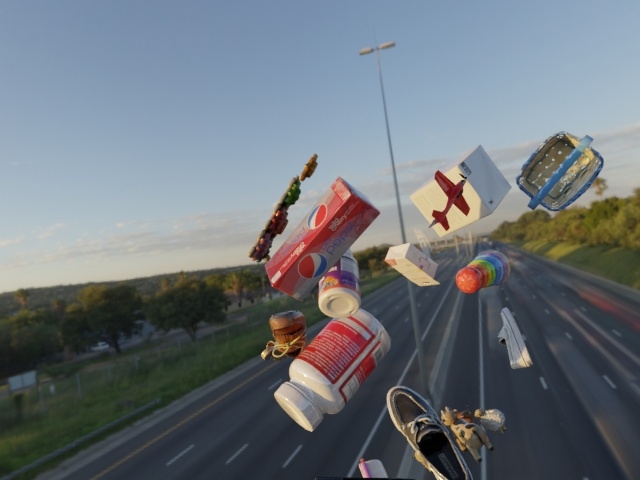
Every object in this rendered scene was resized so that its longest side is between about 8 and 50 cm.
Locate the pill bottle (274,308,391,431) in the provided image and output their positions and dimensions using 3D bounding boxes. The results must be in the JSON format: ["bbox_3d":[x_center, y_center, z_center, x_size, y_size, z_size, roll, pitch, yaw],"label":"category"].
[{"bbox_3d":[0.043,0.440,1.497,0.408,0.229,0.229,-42,15,-29],"label":"pill bottle"}]

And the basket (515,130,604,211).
[{"bbox_3d":[0.765,-0.223,1.378,0.289,0.201,0.254,-18,-34,-56],"label":"basket"}]

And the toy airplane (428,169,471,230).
[{"bbox_3d":[0.295,-0.088,0.986,0.151,0.151,0.028,-8,14,-27],"label":"toy airplane"}]

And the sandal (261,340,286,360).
[{"bbox_3d":[-0.207,0.474,1.898,0.088,0.079,0.240,-47,-23,3],"label":"sandal"}]

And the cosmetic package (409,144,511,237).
[{"bbox_3d":[0.380,-0.132,1.176,0.151,0.151,0.184,-40,5,-37],"label":"cosmetic package"}]

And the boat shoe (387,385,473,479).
[{"bbox_3d":[0.262,0.481,1.074,0.108,0.301,0.102,-29,-43,-5],"label":"boat shoe"}]

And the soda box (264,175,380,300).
[{"bbox_3d":[0.000,0.000,0.921,0.092,0.263,0.083,32,17,-33],"label":"soda box"}]

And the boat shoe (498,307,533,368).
[{"bbox_3d":[0.747,0.384,1.699,0.088,0.267,0.096,-24,-49,20],"label":"boat shoe"}]

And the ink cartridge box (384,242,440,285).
[{"bbox_3d":[0.356,0.095,1.626,0.198,0.067,0.115,36,-25,-22],"label":"ink cartridge box"}]

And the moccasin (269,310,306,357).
[{"bbox_3d":[-0.118,0.365,1.626,0.139,0.147,0.380,-8,-26,-8],"label":"moccasin"}]

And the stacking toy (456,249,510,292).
[{"bbox_3d":[0.581,0.125,1.560,0.141,0.141,0.330,-10,1,36],"label":"stacking toy"}]

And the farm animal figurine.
[{"bbox_3d":[0.558,0.801,1.795,0.330,0.172,0.327,-35,6,-33],"label":"farm animal figurine"}]

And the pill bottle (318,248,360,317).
[{"bbox_3d":[0.050,0.101,1.156,0.108,0.108,0.193,-9,40,9],"label":"pill bottle"}]

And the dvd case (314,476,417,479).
[{"bbox_3d":[0.108,0.669,1.055,0.253,0.180,0.022,2,6,-2],"label":"dvd case"}]

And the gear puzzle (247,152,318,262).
[{"bbox_3d":[-0.087,-0.086,1.179,0.044,0.339,0.175,29,-6,2],"label":"gear puzzle"}]

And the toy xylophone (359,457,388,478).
[{"bbox_3d":[0.234,0.930,1.520,0.081,0.322,0.236,-22,19,-6],"label":"toy xylophone"}]
